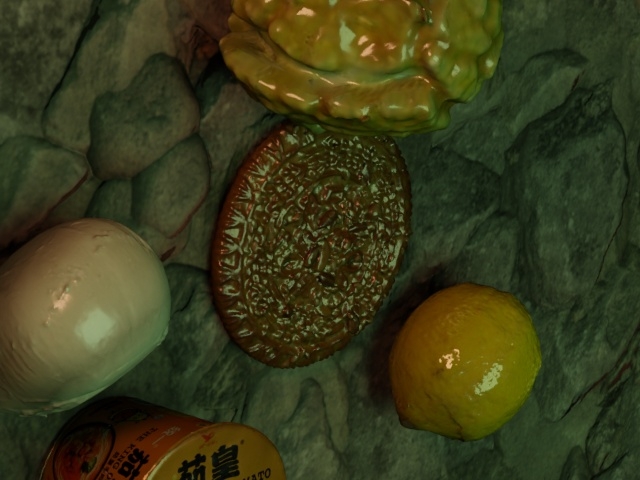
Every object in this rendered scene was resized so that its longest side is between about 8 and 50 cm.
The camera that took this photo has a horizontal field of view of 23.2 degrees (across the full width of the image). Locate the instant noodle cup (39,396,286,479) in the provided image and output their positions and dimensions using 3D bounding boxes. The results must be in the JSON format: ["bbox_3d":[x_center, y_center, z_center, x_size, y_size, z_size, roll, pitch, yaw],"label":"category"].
[{"bbox_3d":[-0.166,0.259,1.563,0.216,0.172,0.215,-18,117,-41],"label":"instant noodle cup"}]

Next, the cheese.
[{"bbox_3d":[-0.226,0.065,1.436,0.198,0.189,0.154,-37,96,-32],"label":"cheese"}]

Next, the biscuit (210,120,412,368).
[{"bbox_3d":[0.000,0.000,1.737,0.305,0.038,0.305,-19,117,-41],"label":"biscuit"}]

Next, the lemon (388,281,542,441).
[{"bbox_3d":[0.174,0.146,1.875,0.193,0.181,0.180,-30,125,-46],"label":"lemon"}]

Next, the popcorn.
[{"bbox_3d":[0.049,-0.223,1.532,0.247,0.282,0.282,-20,123,-74],"label":"popcorn"}]
